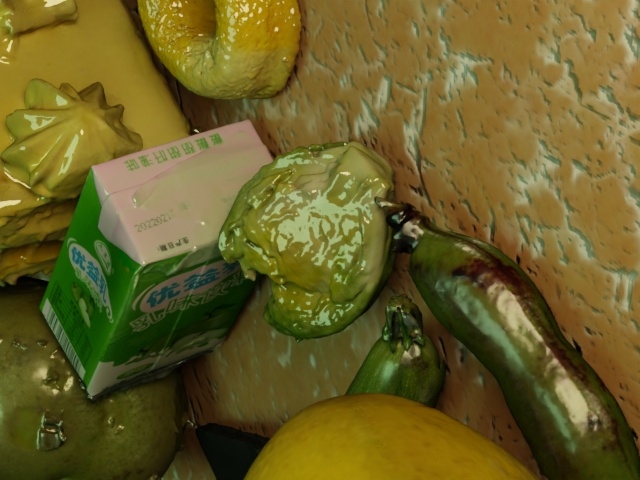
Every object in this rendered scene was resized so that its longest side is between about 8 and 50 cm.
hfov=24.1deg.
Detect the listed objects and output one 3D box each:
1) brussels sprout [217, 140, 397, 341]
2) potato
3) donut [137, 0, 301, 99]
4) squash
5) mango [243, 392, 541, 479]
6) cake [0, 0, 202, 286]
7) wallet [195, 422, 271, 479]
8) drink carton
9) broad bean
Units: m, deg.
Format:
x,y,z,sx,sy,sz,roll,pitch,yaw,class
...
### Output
x,y,z,sx,sy,sz,roll,pitch,yaw,class
0.003,-0.001,1.146,0.181,0.100,0.139,-43,67,30,brussels sprout
-0.305,0.147,1.540,0.359,0.270,0.219,16,75,48,potato
-0.089,-0.190,1.214,0.178,0.065,0.162,41,137,41,donut
0.035,0.152,1.198,0.080,0.071,0.318,40,145,10,squash
0.122,0.287,0.961,0.445,0.220,0.301,44,178,23,mango
-0.255,-0.107,1.371,0.227,0.222,0.286,59,147,14,cake
-0.060,0.236,1.391,0.124,0.025,0.244,71,162,-4,wallet
-0.135,0.022,1.313,0.108,0.161,0.271,60,149,17,drink carton
0.144,0.089,1.004,0.339,0.061,0.077,56,137,22,broad bean
